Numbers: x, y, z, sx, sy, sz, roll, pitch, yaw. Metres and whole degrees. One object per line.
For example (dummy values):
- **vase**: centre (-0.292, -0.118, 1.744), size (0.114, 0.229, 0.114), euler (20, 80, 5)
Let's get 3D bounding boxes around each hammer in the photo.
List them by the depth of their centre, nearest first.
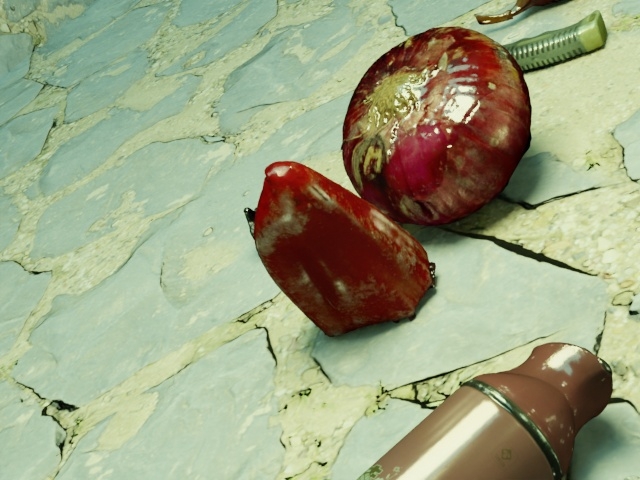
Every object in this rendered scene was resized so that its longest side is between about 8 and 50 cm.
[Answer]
- **hammer**: centre (0.283, -0.259, 1.497), size (0.226, 0.041, 0.159), euler (-13, 32, 27)

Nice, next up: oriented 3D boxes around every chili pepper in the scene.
- **chili pepper**: centre (0.000, 0.000, 1.116), size (0.144, 0.252, 0.136), euler (17, 70, 44)

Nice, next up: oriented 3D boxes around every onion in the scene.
- **onion**: centre (0.137, -0.130, 1.260), size (0.246, 0.190, 0.246), euler (-21, 49, 26)

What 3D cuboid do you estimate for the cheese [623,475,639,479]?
- **cheese**: centre (0.272, 0.204, 0.746), size (0.086, 0.036, 0.162), euler (-38, 30, -20)

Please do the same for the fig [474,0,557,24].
- **fig**: centre (0.330, -0.394, 1.621), size (0.201, 0.133, 0.146), euler (-55, 3, -5)

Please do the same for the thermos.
- **thermos**: centre (0.101, 0.203, 0.849), size (0.330, 0.136, 0.109), euler (-38, 57, -17)

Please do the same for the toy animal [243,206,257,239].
- **toy animal**: centre (-0.014, -0.033, 1.369), size (0.202, 0.070, 0.105), euler (-11, 14, 37)
